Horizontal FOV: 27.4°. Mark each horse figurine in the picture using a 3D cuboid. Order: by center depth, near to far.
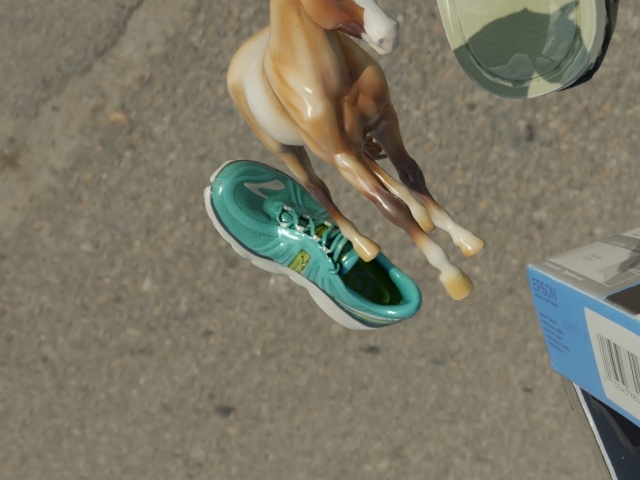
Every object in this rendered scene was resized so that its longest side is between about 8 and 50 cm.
[{"bbox_3d":[0.008,-0.061,0.676,0.174,0.066,0.263,53,176,-12],"label":"horse figurine"}]

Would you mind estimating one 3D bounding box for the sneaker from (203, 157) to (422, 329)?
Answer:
[{"bbox_3d":[0.000,0.000,1.417,0.275,0.107,0.110,35,163,-20],"label":"sneaker"}]

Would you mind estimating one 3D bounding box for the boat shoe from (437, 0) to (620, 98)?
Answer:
[{"bbox_3d":[0.114,-0.251,0.738,0.127,0.340,0.113,-14,180,33],"label":"boat shoe"}]

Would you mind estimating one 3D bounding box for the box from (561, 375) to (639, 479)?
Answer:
[{"bbox_3d":[0.434,0.148,1.336,0.343,0.179,0.312,-22,168,5],"label":"box"}]

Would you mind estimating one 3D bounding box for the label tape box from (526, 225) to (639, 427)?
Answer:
[{"bbox_3d":[0.361,0.033,1.012,0.334,0.240,0.106,-18,102,-9],"label":"label tape box"}]
